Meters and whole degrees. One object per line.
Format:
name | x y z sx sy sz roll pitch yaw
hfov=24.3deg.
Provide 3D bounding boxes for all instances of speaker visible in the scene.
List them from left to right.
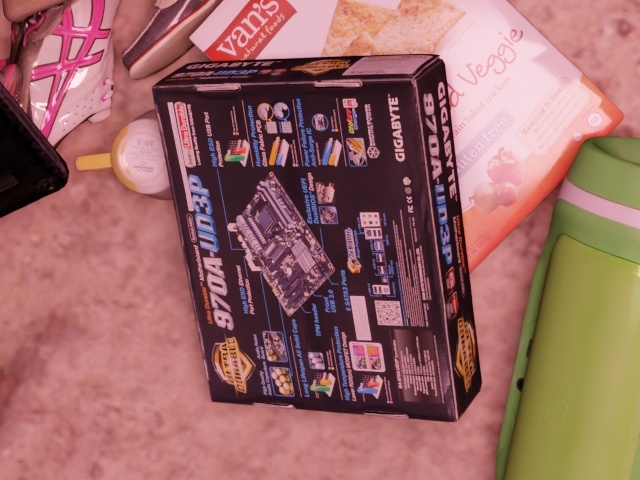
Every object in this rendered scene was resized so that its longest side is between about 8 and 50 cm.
speaker | 0.180 0.093 0.893 0.131 0.131 0.297 12 105 7

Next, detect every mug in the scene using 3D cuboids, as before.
mug | -0.113 -0.051 0.969 0.078 0.064 0.062 -38 89 10

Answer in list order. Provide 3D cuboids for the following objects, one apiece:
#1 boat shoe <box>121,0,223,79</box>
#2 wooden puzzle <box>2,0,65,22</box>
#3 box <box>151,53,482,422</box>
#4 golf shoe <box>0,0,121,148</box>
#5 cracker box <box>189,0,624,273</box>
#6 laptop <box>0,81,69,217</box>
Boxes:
boat shoe | -0.083 -0.162 0.964 0.137 0.049 0.043 -45 84 7
wooden puzzle | -0.081 -0.313 0.833 0.348 0.080 0.322 -11 82 46
box | 0.000 0.000 0.909 0.175 0.051 0.220 1 112 26
golf shoe | -0.167 -0.121 0.979 0.086 0.067 0.186 33 93 -30
cracker box | 0.054 -0.104 0.939 0.232 0.067 0.156 44 99 3
laptop | -0.401 -0.179 0.976 0.382 0.236 0.408 -22 120 25
